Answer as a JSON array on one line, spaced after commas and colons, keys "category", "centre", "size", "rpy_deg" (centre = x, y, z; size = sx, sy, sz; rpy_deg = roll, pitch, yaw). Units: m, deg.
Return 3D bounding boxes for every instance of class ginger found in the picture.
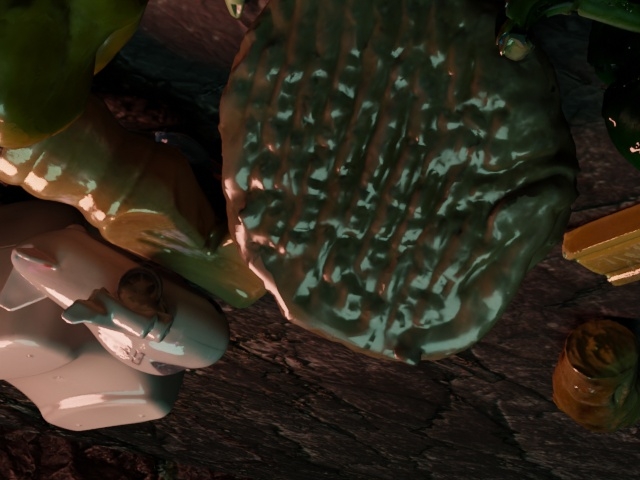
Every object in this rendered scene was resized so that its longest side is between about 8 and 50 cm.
[{"category": "ginger", "centre": [0.372, 0.191, 1.373], "size": [0.116, 0.109, 0.263], "rpy_deg": [30, 165, 28]}]

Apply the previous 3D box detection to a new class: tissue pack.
[{"category": "tissue pack", "centre": [-0.322, 0.088, 1.315], "size": [0.229, 0.236, 0.333], "rpy_deg": [-11, 149, 24]}]

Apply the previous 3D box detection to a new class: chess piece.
[{"category": "chess piece", "centre": [-0.166, -0.037, 1.003], "size": [0.301, 0.137, 0.137], "rpy_deg": [35, 149, -18]}]

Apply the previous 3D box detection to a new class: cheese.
[{"category": "cheese", "centre": [-0.130, -0.089, 1.084], "size": [0.047, 0.017, 0.111], "rpy_deg": [-8, 150, 43]}]

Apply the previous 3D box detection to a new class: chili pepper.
[{"category": "chili pepper", "centre": [0.239, -0.126, 0.647], "size": [0.261, 0.174, 0.165], "rpy_deg": [17, 152, -27]}]

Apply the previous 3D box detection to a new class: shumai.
[{"category": "shumai", "centre": [0.075, -0.095, 0.814], "size": [0.267, 0.314, 0.262], "rpy_deg": [6, -160, 15]}]

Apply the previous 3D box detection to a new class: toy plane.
[{"category": "toy plane", "centre": [-0.214, 0.064, 1.086], "size": [0.252, 0.118, 0.252], "rpy_deg": [24, -179, -1]}]

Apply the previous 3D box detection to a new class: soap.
[{"category": "soap", "centre": [0.362, -0.011, 1.015], "size": [0.092, 0.037, 0.252], "rpy_deg": [26, 152, -27]}]

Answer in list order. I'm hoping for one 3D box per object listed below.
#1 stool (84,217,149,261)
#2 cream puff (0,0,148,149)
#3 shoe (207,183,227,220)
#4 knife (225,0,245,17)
[{"category": "stool", "centre": [-0.208, -0.021, 1.175], "size": [0.110, 0.096, 0.096], "rpy_deg": [-14, 146, 36]}, {"category": "cream puff", "centre": [-0.227, -0.178, 0.629], "size": [0.274, 0.323, 0.270], "rpy_deg": [20, 179, 5]}, {"category": "shoe", "centre": [0.000, 0.000, 1.101], "size": [0.291, 0.114, 0.137], "rpy_deg": [-4, 147, 36]}, {"category": "knife", "centre": [-0.064, -0.228, 0.751], "size": [0.030, 0.014, 0.207], "rpy_deg": [11, 155, 5]}]
